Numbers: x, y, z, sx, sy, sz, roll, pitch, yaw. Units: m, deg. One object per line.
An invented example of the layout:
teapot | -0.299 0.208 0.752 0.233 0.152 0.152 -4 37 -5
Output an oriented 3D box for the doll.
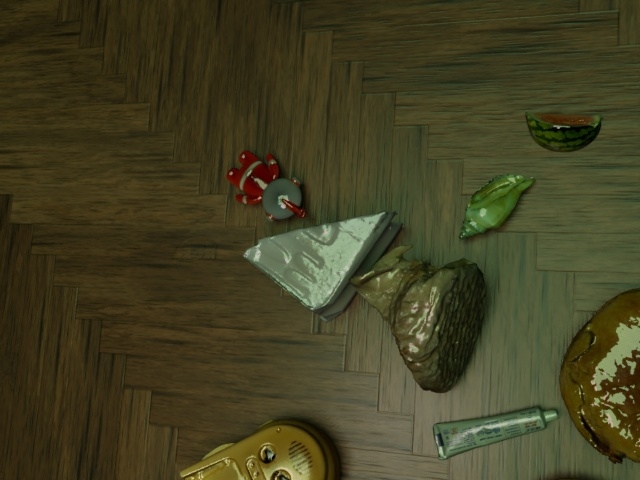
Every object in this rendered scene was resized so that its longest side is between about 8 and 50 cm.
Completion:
doll | -0.122 -0.125 1.794 0.245 0.076 0.142 36 95 23

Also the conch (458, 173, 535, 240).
conch | 0.374 -0.077 1.623 0.095 0.079 0.201 34 76 32

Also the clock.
clock | -0.115 0.534 1.636 0.317 0.200 0.244 -30 72 3

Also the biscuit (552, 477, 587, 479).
biscuit | 0.497 0.605 1.422 0.296 0.102 0.297 -8 58 12

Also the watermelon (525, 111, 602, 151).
watermelon | 0.524 -0.242 1.600 0.163 0.069 0.087 4 84 17

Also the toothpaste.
toothpaste | 0.370 0.400 1.566 0.268 0.047 0.069 -19 95 17

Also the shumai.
shumai | 0.188 0.158 1.572 0.262 0.267 0.314 19 127 37

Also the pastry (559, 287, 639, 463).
pastry | 0.641 0.265 1.437 0.355 0.164 0.356 -4 78 17

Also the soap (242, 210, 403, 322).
soap | 0.000 0.000 1.694 0.257 0.159 0.302 37 93 22
